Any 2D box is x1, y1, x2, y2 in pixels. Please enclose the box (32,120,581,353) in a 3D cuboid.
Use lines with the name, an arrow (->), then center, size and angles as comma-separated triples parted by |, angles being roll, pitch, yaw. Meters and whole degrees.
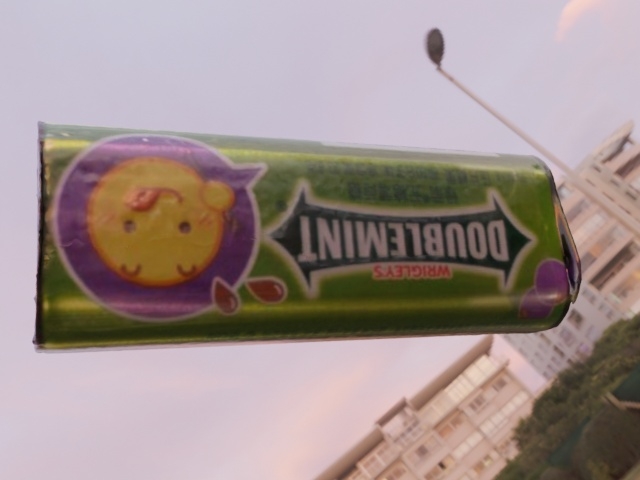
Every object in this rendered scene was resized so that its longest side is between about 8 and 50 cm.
box -> 0.000, 0.000, 0.469 | 0.345, 0.134, 0.097 | 2, -17, -22
